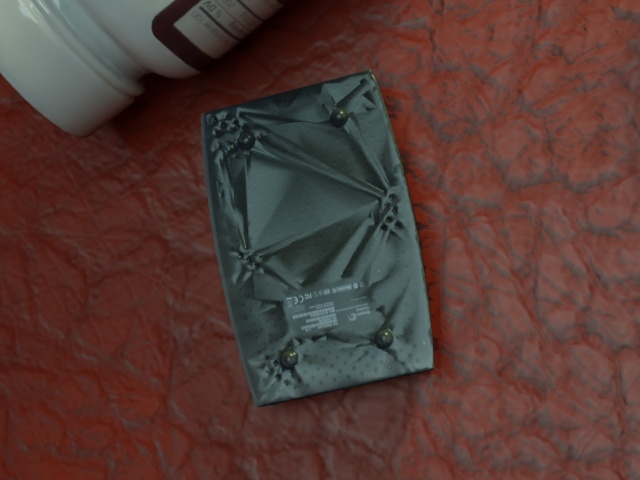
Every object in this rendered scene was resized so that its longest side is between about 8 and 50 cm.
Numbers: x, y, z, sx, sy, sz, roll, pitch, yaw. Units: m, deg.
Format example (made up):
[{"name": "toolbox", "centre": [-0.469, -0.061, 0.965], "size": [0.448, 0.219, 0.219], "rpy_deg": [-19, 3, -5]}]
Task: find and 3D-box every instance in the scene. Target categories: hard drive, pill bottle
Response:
[{"name": "hard drive", "centre": [0.000, 0.000, 1.303], "size": [0.172, 0.054, 0.255], "rpy_deg": [-14, 81, 13]}, {"name": "pill bottle", "centre": [-0.103, -0.275, 1.274], "size": [0.392, 0.224, 0.224], "rpy_deg": [-37, 76, 8]}]
